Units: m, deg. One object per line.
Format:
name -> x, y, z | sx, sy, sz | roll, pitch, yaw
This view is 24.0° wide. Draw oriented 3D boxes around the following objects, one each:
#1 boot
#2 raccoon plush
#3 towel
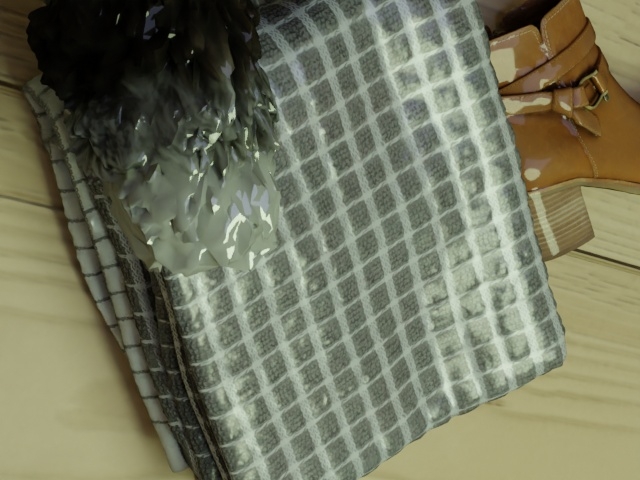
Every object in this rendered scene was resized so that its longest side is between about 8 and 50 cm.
boot -> 0.175, -0.093, 0.956 | 0.197, 0.073, 0.152 | -32, 113, -30
raccoon plush -> -0.012, -0.229, 0.578 | 0.216, 0.299, 0.446 | -21, 92, -27
towel -> 0.000, 0.000, 0.811 | 0.235, 0.121, 0.284 | -32, 117, -27
